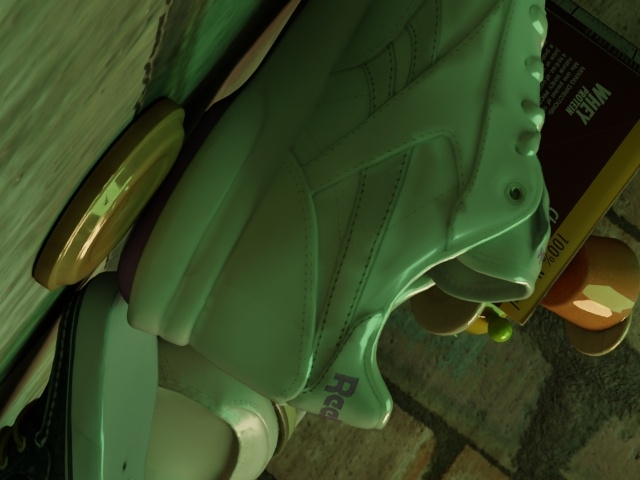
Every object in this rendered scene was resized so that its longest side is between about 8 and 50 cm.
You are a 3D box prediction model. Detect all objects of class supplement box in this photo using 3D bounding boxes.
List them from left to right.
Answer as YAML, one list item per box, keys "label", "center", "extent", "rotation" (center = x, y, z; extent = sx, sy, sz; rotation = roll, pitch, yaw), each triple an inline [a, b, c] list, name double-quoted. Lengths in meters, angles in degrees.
- label: "supplement box"
  center: [0.126, -0.082, 1.348]
  extent: [0.191, 0.194, 0.129]
  rotation: [-55, 177, 16]

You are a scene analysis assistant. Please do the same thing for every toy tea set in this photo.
- label: "toy tea set"
  center: [0.153, -0.025, 1.559]
  extent: [0.124, 0.336, 0.200]
  rotation: [17, 128, -42]

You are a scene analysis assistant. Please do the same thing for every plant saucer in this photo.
- label: "plant saucer"
  center: [-0.075, -0.015, 0.698]
  extent: [0.083, 0.013, 0.083]
  rotation: [-55, 177, -5]

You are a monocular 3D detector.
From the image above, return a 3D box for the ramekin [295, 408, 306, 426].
- label: "ramekin"
  center: [0.000, 0.000, 1.136]
  extent: [0.207, 0.109, 0.207]
  rotation: [-54, 177, -5]

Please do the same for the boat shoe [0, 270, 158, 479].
- label: "boat shoe"
  center: [-0.121, 0.094, 0.822]
  extent: [0.065, 0.083, 0.183]
  rotation: [-49, 148, -63]

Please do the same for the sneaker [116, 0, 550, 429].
- label: "sneaker"
  center: [0.050, -0.061, 0.793]
  extent: [0.305, 0.152, 0.114]
  rotation: [-57, 177, -10]

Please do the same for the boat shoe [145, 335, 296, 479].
- label: "boat shoe"
  center: [-0.098, 0.135, 1.081]
  extent: [0.103, 0.113, 0.302]
  rotation: [-59, 180, -28]
